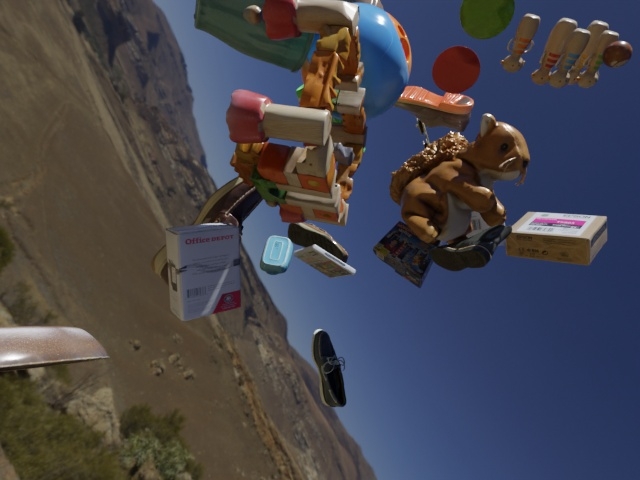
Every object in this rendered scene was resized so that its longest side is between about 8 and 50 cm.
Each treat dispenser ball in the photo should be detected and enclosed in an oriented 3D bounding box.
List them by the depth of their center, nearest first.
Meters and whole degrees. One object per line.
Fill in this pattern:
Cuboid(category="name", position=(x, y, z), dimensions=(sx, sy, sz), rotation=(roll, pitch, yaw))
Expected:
Cuboid(category="treat dispenser ball", position=(0.091, -0.457, 1.167), dimensions=(0.288, 0.288, 0.288), rotation=(61, -13, 25))

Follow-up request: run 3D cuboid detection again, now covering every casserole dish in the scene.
Cuboid(category="casserole dish", position=(-0.171, 0.049, 1.742), dimensions=(0.037, 0.114, 0.188), rotation=(96, 4, -50))

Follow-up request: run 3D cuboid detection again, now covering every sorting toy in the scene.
Cuboid(category="sorting toy", position=(0.407, -0.568, 1.148), dimensions=(0.126, 0.127, 0.366), rotation=(-70, -177, -56))

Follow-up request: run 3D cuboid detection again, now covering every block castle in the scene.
Cuboid(category="block castle", position=(-0.040, -0.227, 0.915), dimensions=(0.453, 0.212, 0.303), rotation=(66, 36, -70))

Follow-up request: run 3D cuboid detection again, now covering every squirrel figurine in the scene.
Cuboid(category="squirrel figurine", position=(0.405, -0.204, 1.336), dimensions=(0.370, 0.281, 0.397), rotation=(-56, -142, 20))

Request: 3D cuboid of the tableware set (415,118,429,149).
Cuboid(category="tableware set", position=(0.419, -0.416, 1.827), dimensions=(0.128, 0.039, 0.194), rotation=(31, 46, -66))

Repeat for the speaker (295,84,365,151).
Cuboid(category="speaker", position=(0.038, -0.414, 1.546), dimensions=(0.297, 0.131, 0.131), rotation=(56, -8, -23))

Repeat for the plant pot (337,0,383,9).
Cuboid(category="plant pot", position=(0.030, -0.716, 1.323), dimensions=(0.229, 0.263, 0.263), rotation=(48, 6, -49))

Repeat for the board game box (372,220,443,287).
Cuboid(category="board game box", position=(0.308, 0.027, 1.473), dimensions=(0.194, 0.194, 0.060), rotation=(35, -24, 29))

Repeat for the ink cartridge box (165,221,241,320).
Cuboid(category="ink cartridge box", position=(-0.199, 0.048, 0.768), dimensions=(0.063, 0.109, 0.151), rotation=(18, -69, 51))

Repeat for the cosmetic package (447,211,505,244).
Cuboid(category="cosmetic package", position=(0.640, -0.043, 1.855), dimensions=(0.224, 0.224, 0.138), rotation=(19, 64, -68))

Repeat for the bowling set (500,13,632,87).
Cuboid(category="bowling set", position=(0.580, -0.405, 1.028), dimensions=(0.200, 0.287, 0.154), rotation=(-113, -154, -44))

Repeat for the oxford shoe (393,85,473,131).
Cuboid(category="oxford shoe", position=(0.391, -0.499, 1.716), dimensions=(0.363, 0.130, 0.133), rotation=(22, -42, 25))

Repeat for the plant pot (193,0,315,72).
Cuboid(category="plant pot", position=(-0.155, -0.557, 1.039), dimensions=(0.271, 0.255, 0.272), rotation=(-174, -90, -71))

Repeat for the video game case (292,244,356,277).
Cuboid(category="video game case", position=(0.011, 0.080, 1.645), dimensions=(0.183, 0.023, 0.201), rotation=(33, -20, -17))

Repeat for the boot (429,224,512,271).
Cuboid(category="boot", position=(0.400, 0.014, 1.193), dimensions=(0.198, 0.137, 0.077), rotation=(2, -53, 60))

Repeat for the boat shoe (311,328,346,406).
Cuboid(category="boat shoe", position=(0.031, 0.416, 1.458), dimensions=(0.079, 0.095, 0.255), rotation=(-13, -98, 45))

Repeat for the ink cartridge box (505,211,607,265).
Cuboid(category="ink cartridge box", position=(0.714, -0.012, 1.358), dimensions=(0.234, 0.193, 0.088), rotation=(7, -63, 43))

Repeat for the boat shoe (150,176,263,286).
Cuboid(category="boat shoe", position=(-0.227, -0.012, 1.027), dimensions=(0.123, 0.342, 0.123), rotation=(46, -3, 17))

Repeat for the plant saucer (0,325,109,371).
Cuboid(category="plant saucer", position=(-0.440, 0.146, 0.569), dimensions=(0.310, 0.310, 0.050), rotation=(115, -31, -74))

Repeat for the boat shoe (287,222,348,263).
Cuboid(category="boat shoe", position=(0.000, 0.000, 1.979), dimensions=(0.324, 0.120, 0.123), rotation=(34, -61, 31))
